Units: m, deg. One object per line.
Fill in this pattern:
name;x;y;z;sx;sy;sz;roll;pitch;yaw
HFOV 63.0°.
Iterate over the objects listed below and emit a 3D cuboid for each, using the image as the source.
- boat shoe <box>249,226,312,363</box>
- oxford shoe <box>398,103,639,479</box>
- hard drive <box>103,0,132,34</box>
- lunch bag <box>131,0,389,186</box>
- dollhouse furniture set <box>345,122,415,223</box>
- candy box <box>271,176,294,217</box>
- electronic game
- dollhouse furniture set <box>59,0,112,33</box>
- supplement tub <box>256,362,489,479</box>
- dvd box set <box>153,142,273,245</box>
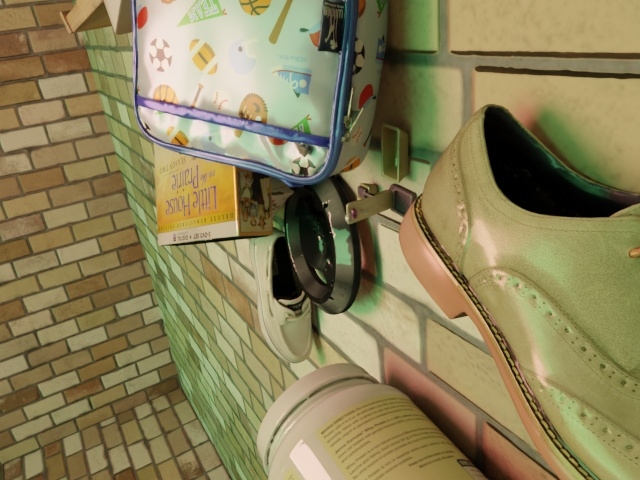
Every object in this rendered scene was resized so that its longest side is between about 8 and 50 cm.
boat shoe;-0.057;0.105;0.943;0.088;0.096;0.267;12;113;60
oxford shoe;0.198;0.056;0.339;0.397;0.141;0.146;50;141;34
hard drive;-0.336;-0.496;0.777;0.203;0.040;0.307;4;113;65
lunch bag;-0.074;-0.189;0.583;0.304;0.115;0.243;18;113;25
dollhouse furniture set;0.050;-0.077;0.600;0.091;0.081;0.114;37;139;50
candy box;-0.117;-0.136;0.867;0.165;0.070;0.196;138;122;-63
electronic game;0.000;0.000;0.794;0.229;0.048;0.229;-10;90;66
dollhouse furniture set;-0.464;-0.553;1.001;0.161;0.212;0.242;-7;110;46
supplement tub;0.079;0.331;0.649;0.325;0.236;0.235;41;142;47
dvd box set;-0.185;-0.205;0.815;0.308;0.062;0.420;-4;89;53
